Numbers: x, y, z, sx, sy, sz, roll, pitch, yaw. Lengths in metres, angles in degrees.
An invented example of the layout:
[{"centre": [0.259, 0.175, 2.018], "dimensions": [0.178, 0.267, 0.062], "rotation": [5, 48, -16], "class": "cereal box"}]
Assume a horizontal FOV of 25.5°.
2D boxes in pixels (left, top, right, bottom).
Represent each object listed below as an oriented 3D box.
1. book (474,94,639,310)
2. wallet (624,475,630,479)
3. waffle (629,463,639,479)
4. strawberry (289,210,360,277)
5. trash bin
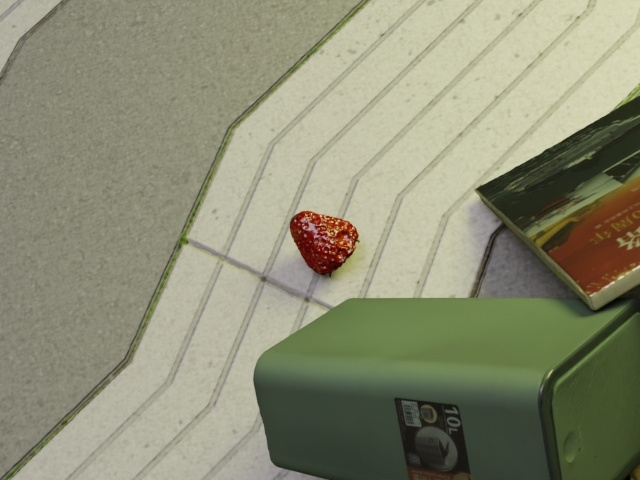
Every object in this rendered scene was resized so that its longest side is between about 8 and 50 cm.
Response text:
[{"centre": [0.330, -0.061, 1.490], "dimensions": [0.262, 0.028, 0.374], "rotation": [-29, 20, -1], "class": "book"}, {"centre": [0.238, 0.275, 1.432], "dimensions": [0.149, 0.044, 0.250], "rotation": [0, 61, 24], "class": "wallet"}, {"centre": [0.383, 0.335, 1.318], "dimensions": [0.281, 0.058, 0.301], "rotation": [-6, 57, 3], "class": "waffle"}, {"centre": [0.000, 0.000, 1.658], "dimensions": [0.073, 0.083, 0.073], "rotation": [-50, 21, 28], "class": "strawberry"}, {"centre": [0.130, 0.159, 1.397], "dimensions": [0.343, 0.158, 0.223], "rotation": [0, 19, 37], "class": "trash bin"}]
